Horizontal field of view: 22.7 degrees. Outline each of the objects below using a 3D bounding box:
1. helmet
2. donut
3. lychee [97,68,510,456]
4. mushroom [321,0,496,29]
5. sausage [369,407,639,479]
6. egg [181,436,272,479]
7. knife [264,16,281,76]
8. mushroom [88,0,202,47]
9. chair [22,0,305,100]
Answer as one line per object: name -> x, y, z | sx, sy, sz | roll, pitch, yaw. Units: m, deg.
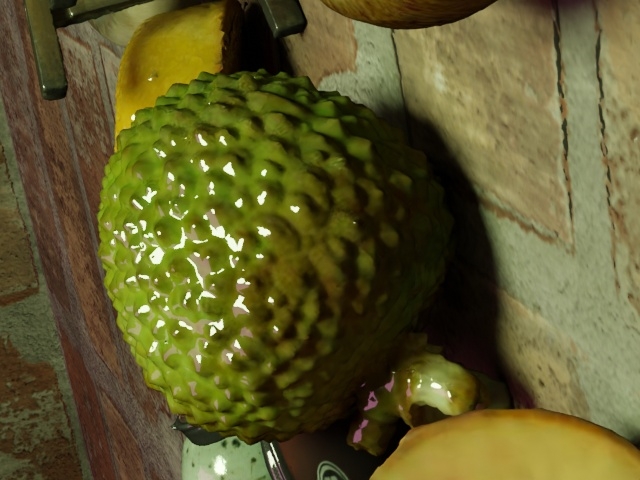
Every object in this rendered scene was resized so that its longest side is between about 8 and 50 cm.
helmet -> -0.004, 0.181, 1.344 | 0.189, 0.193, 0.216 | 63, 178, -13
donut -> -0.117, -0.085, 1.473 | 0.277, 0.108, 0.278 | -1, -90, -84
lychee -> -0.024, 0.024, 1.170 | 0.270, 0.269, 0.320 | 112, 142, -63
mushroom -> 0.025, -0.281, 0.852 | 0.345, 0.239, 0.345 | -175, 90, -65
sausage -> 0.117, 0.276, 1.009 | 0.287, 0.233, 0.233 | 95, 153, -51
egg -> -0.091, 0.244, 1.803 | 0.131, 0.131, 0.164 | 150, 126, -72
knife -> -0.045, -0.105, 1.504 | 0.035, 0.018, 0.247 | -123, 25, -48
mushroom -> -0.200, -0.295, 1.544 | 0.226, 0.178, 0.227 | 34, 129, 58
chair -> -0.177, -0.362, 1.309 | 0.203, 0.240, 0.416 | 116, 134, -68
